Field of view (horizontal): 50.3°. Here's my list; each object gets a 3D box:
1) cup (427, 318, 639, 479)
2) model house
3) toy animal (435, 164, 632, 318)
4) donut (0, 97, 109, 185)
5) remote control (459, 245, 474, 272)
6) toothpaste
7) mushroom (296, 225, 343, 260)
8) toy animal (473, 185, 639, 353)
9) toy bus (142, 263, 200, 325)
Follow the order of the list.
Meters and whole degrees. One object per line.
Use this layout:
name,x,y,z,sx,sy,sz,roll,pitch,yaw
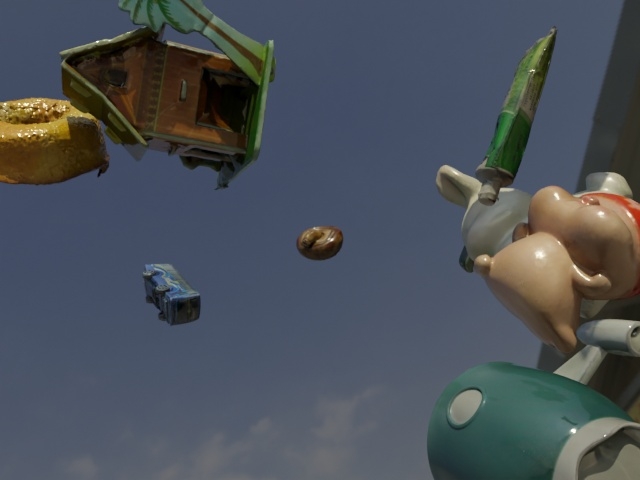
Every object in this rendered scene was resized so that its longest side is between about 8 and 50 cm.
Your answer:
cup,0.204,0.194,0.592,0.167,0.173,0.299,38,-103,-14
model house,-0.263,-0.292,1.156,0.324,0.340,0.300,9,-7,-20
toy animal,0.369,-0.030,1.219,0.196,0.367,0.241,39,-102,-40
donut,-0.491,-0.166,1.173,0.253,0.253,0.118,-8,-59,-21
remote control,0.436,-0.013,1.860,0.222,0.042,0.072,-61,-40,-20
toothpaste,0.245,-0.156,0.863,0.047,0.248,0.078,25,-16,-7
mushroom,0.000,0.000,1.744,0.127,0.127,0.087,-20,-58,-8
toy animal,0.306,0.024,0.818,0.198,0.171,0.171,-39,-41,-4
toy bus,-0.347,0.117,1.569,0.094,0.236,0.079,-12,-68,-27
